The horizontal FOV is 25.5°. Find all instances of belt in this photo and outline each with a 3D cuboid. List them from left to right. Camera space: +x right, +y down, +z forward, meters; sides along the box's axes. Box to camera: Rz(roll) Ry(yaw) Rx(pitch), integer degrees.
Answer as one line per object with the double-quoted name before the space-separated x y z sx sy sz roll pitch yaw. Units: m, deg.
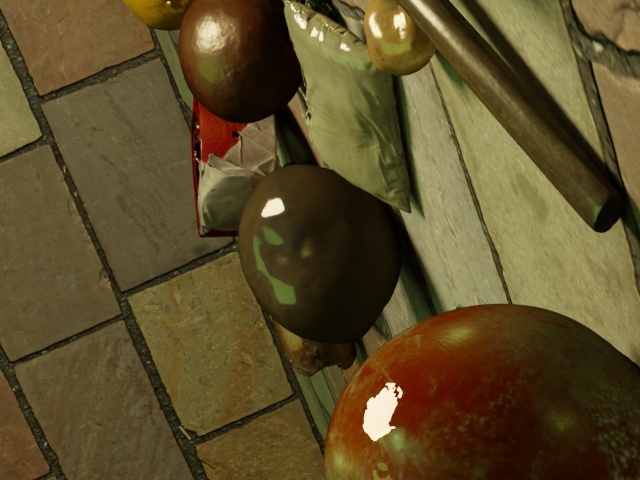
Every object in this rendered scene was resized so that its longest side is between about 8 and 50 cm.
"belt" -0.125 -0.115 2.036 0.324 0.115 0.227 -108 17 -67

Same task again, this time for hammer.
"hammer" 0.094 -0.137 0.985 0.365 0.043 0.111 56 148 35

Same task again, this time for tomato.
"tomato" 0.142 0.165 0.969 0.270 0.222 0.270 42 163 16

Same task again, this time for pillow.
"pillow" 0.029 -0.131 1.404 0.148 0.050 0.229 34 158 30

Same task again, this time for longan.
"longan" 0.001 0.015 1.613 0.212 0.198 0.198 55 168 27

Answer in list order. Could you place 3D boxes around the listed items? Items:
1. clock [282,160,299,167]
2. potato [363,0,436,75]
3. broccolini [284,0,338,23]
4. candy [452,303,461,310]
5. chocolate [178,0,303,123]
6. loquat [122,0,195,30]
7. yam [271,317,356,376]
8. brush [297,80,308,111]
"clock" 0.001 0.000 2.029 0.244 0.056 0.244 155 90 -83
"potato" 0.066 -0.162 1.114 0.068 0.062 0.083 53 156 -21
"broccolini" -0.037 -0.292 1.480 0.054 0.051 0.239 54 -168 -56
"candy" 0.161 0.155 1.493 0.062 0.058 0.194 -52 -47 -63
"chocolate" -0.082 -0.223 1.627 0.177 0.177 0.176 156 90 -82
"loquat" -0.193 -0.368 1.789 0.234 0.176 0.187 -107 -2 -57
"yam" -0.022 0.105 2.279 0.128 0.129 0.238 14 140 33
"brush" -0.039 -0.219 1.776 0.063 0.016 0.193 80 164 -65
